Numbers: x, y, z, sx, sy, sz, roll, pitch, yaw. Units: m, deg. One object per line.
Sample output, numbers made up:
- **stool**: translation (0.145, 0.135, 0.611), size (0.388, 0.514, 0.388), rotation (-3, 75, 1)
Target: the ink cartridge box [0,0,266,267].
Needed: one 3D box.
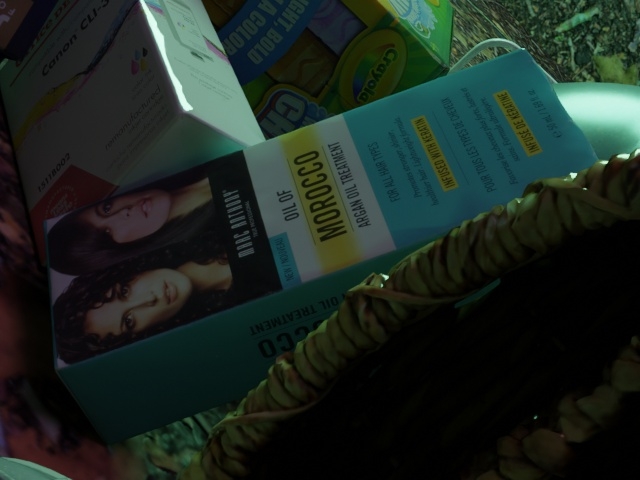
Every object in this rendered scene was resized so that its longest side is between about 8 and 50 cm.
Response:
- **ink cartridge box**: translation (-0.112, -0.081, 0.631), size (0.067, 0.115, 0.198), rotation (26, 29, -42)

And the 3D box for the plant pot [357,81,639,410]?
- **plant pot**: translation (0.116, 0.029, 0.694), size (0.196, 0.293, 0.293), rotation (28, 10, 31)

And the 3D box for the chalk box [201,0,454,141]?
- **chalk box**: translation (-0.021, -0.139, 0.813), size (0.289, 0.179, 0.180), rotation (41, 22, -13)

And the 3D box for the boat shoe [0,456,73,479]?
- **boat shoe**: translation (-0.052, 0.137, 0.248), size (0.320, 0.118, 0.103), rotation (43, -19, 49)

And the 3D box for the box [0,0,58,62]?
- **box**: translation (-0.173, -0.189, 0.580), size (0.136, 0.225, 0.036), rotation (33, -5, -32)

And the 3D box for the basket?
- **basket**: translation (0.050, 0.114, 0.336), size (0.213, 0.299, 0.223), rotation (51, 22, 11)

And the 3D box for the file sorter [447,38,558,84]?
- **file sorter**: translation (0.161, -0.024, 0.960), size (0.193, 0.173, 0.277), rotation (40, 22, -17)

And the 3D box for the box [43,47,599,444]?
- **box**: translation (0.000, 0.000, 0.527), size (0.100, 0.244, 0.060), rotation (-109, 179, -46)
